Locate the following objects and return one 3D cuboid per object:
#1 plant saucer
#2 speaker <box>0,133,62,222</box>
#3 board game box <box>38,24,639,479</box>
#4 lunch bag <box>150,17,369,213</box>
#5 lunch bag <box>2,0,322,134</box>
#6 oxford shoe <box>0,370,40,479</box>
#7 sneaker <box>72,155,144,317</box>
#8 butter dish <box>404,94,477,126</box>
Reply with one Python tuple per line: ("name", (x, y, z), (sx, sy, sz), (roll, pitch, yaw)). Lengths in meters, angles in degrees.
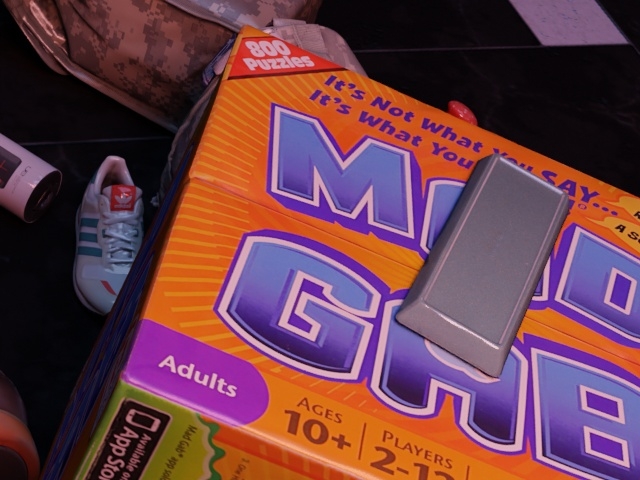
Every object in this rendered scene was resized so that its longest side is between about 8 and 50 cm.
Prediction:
("plant saucer", (0.103, 0.007, 1.070), (0.067, 0.018, 0.192), (30, 36, 2))
("speaker", (-0.295, -0.071, 1.585), (0.136, 0.055, 0.055), (32, 41, 14))
("board game box", (0.018, 0.154, 1.156), (0.356, 0.356, 0.356), (23, 37, -7))
("lunch bag", (0.000, 0.000, 1.468), (0.212, 0.256, 0.305), (-5, 45, -28))
("lunch bag", (-0.157, -0.251, 1.763), (0.287, 0.169, 0.235), (29, 40, 4))
("oxford shoe", (-0.387, 0.123, 1.281), (0.363, 0.130, 0.133), (11, 31, -25))
("sneaker", (-0.178, -0.006, 1.541), (0.057, 0.075, 0.161), (6, 41, -16))
("butter dish", (0.095, -0.081, 1.676), (0.160, 0.118, 0.160), (32, 18, -53))
